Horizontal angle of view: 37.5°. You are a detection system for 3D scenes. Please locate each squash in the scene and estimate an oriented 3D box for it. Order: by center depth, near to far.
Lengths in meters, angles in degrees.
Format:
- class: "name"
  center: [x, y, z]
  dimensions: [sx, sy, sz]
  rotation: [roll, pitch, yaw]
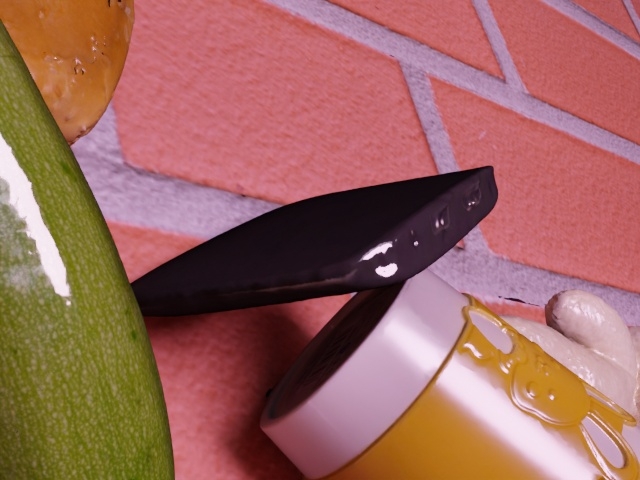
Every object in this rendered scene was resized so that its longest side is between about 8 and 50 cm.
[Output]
- class: "squash"
  center: [-0.155, 0.000, 0.435]
  dimensions: [0.107, 0.107, 0.394]
  rotation: [-31, 101, -54]

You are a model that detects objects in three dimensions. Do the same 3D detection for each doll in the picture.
- class: "doll"
  center: [0.225, 0.136, 0.822]
  dimensions: [0.278, 0.175, 0.149]
  rotation: [15, 12, -31]

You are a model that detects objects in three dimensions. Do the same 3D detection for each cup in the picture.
- class: "cup"
  center: [0.096, 0.125, 0.625]
  dimensions: [0.226, 0.185, 0.241]
  rotation: [42, 28, -6]

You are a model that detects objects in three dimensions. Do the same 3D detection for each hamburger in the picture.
- class: "hamburger"
  center: [-0.213, -0.142, 0.557]
  dimensions: [0.214, 0.108, 0.213]
  rotation: [34, 39, -33]

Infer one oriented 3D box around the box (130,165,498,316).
- class: "box"
  center: [0.000, 0.000, 0.607]
  dimensions: [0.212, 0.201, 0.042]
  rotation: [-34, 111, -57]
